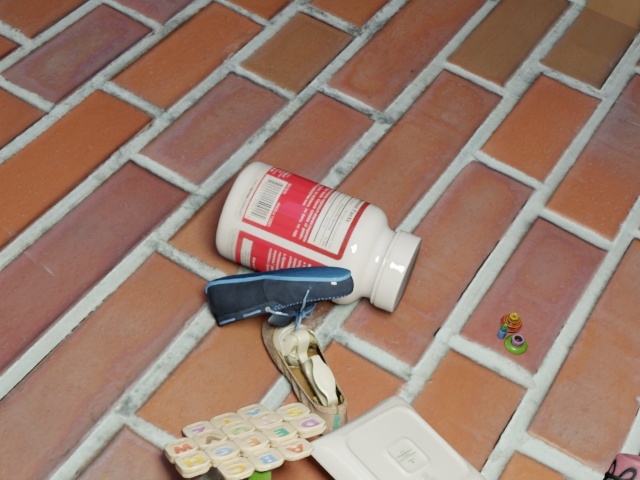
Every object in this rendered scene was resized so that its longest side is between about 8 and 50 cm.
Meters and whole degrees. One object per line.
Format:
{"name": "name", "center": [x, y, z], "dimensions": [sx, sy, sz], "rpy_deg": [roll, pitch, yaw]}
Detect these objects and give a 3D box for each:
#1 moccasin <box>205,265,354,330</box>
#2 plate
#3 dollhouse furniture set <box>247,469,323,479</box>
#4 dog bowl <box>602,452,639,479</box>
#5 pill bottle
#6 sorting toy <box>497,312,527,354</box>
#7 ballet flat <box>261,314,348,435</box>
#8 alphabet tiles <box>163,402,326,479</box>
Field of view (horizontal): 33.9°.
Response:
{"name": "moccasin", "center": [-0.075, 0.119, 2.146], "dimensions": [0.342, 0.116, 0.138], "rpy_deg": [-6, 5, 36]}
{"name": "plate", "center": [0.158, 0.421, 1.987], "dimensions": [0.277, 0.045, 0.278], "rpy_deg": [-19, 53, -45]}
{"name": "dollhouse furniture set", "center": [-0.035, 0.566, 1.801], "dimensions": [0.198, 0.151, 0.301], "rpy_deg": [4, 48, -6]}
{"name": "dog bowl", "center": [0.668, 0.483, 1.819], "dimensions": [0.408, 0.408, 0.150], "rpy_deg": [14, 86, 3]}
{"name": "pill bottle", "center": [0.000, 0.000, 2.262], "dimensions": [0.408, 0.229, 0.229], "rpy_deg": [22, 49, 10]}
{"name": "sorting toy", "center": [0.419, 0.196, 2.281], "dimensions": [0.061, 0.042, 0.102], "rpy_deg": [-2, 49, -11]}
{"name": "ballet flat", "center": [-0.025, 0.245, 2.121], "dimensions": [0.108, 0.106, 0.316], "rpy_deg": [-18, 54, -23]}
{"name": "alphabet tiles", "center": [-0.140, 0.365, 1.943], "dimensions": [0.284, 0.021, 0.278], "rpy_deg": [-14, 15, -21]}
